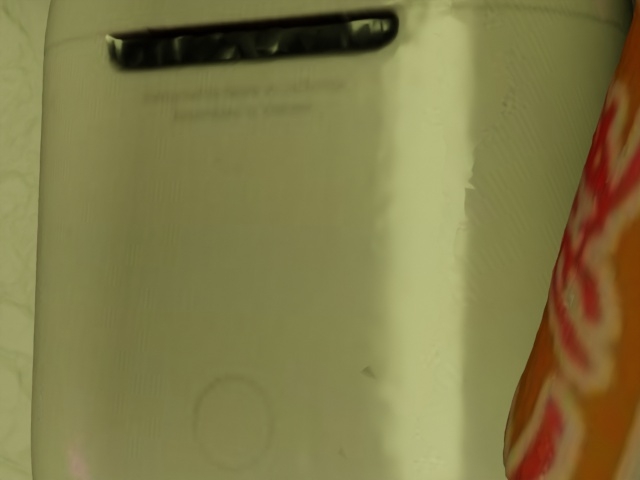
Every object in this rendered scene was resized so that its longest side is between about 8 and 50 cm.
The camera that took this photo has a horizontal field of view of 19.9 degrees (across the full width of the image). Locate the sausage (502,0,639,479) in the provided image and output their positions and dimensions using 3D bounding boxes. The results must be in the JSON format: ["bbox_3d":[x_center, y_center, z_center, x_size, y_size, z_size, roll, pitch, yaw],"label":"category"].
[{"bbox_3d":[0.206,-0.015,0.615,0.233,0.233,0.287,24,110,30],"label":"sausage"}]

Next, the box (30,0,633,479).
[{"bbox_3d":[-0.001,0.000,0.827,0.289,0.141,0.349,-1,83,30],"label":"box"}]
